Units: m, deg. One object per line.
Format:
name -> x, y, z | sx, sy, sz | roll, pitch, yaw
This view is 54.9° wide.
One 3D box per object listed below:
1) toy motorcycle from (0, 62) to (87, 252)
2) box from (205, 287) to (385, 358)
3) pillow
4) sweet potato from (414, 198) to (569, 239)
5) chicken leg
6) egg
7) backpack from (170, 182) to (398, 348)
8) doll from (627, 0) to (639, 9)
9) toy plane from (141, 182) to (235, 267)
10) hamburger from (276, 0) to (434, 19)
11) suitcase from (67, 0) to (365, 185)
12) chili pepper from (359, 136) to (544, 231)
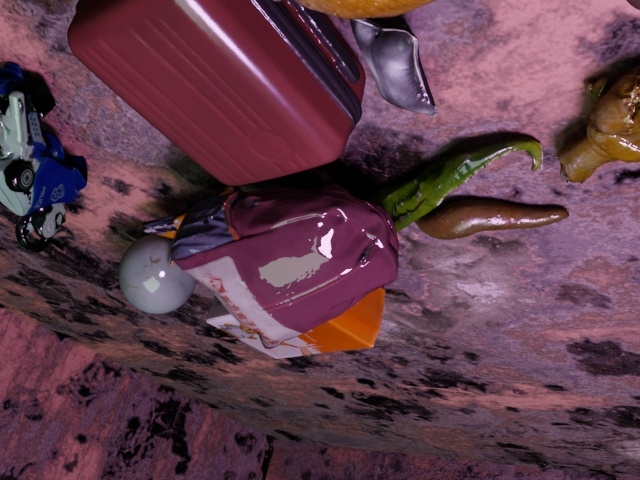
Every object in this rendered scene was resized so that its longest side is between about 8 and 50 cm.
toy motorcycle -> -0.491, -0.137, 1.043 | 0.125, 0.196, 0.331 | 11, 139, 9
box -> -0.057, 0.141, 1.335 | 0.224, 0.144, 0.341 | 34, 149, -30
pillow -> 0.088, -0.203, 0.724 | 0.091, 0.055, 0.136 | 5, 149, 25
sweet potato -> 0.247, -0.034, 0.949 | 0.249, 0.060, 0.069 | -5, 166, 28
chicken leg -> 0.339, -0.131, 0.702 | 0.103, 0.088, 0.227 | 15, 160, -18
egg -> -0.352, 0.072, 1.338 | 0.167, 0.168, 0.231 | 21, 155, -9
backpack -> -0.035, 0.016, 0.969 | 0.317, 0.197, 0.283 | -22, 132, 27
doll -> 0.284, -0.266, 0.480 | 0.188, 0.096, 0.145 | 49, 130, -6
toy plane -> -0.207, -0.044, 1.139 | 0.204, 0.103, 0.316 | 23, 145, -16
hamburger -> 0.040, -0.297, 0.450 | 0.314, 0.170, 0.289 | -11, 144, 39
suitcase -> -0.106, -0.207, 0.708 | 0.236, 0.161, 0.297 | -7, 143, 38
chili pepper -> 0.160, -0.070, 0.920 | 0.085, 0.076, 0.359 | 53, 142, -11
